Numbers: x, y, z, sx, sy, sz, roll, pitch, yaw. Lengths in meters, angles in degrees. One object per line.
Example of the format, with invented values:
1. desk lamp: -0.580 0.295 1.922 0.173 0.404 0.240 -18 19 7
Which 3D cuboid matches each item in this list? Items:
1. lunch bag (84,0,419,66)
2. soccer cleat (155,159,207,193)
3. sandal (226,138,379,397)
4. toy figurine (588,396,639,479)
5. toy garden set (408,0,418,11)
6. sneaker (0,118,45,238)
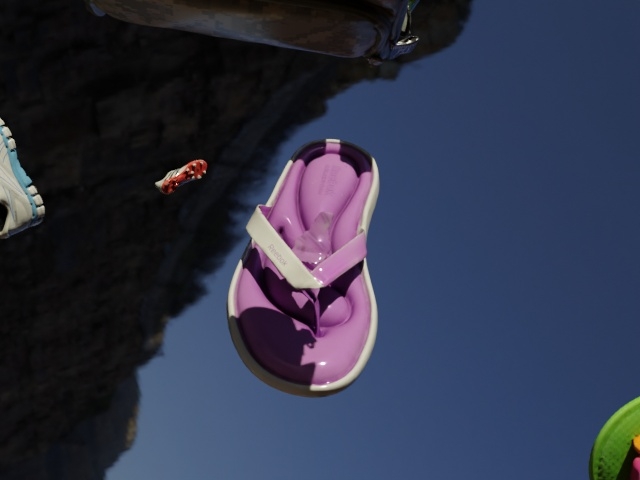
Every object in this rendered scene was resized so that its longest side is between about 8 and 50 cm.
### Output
1. lunch bag: -0.054 -0.271 0.865 0.256 0.305 0.212 105 -7 -61
2. soccer cleat: -0.202 -0.094 1.534 0.036 0.083 0.029 19 -43 46
3. sandal: -0.016 0.000 1.212 0.416 0.170 0.102 -85 176 -48
4. toy figurine: 0.330 0.211 0.851 0.159 0.173 0.130 -121 -150 -66
5. toy garden set: -0.001 -0.336 1.313 0.244 0.049 0.204 39 -13 -2
6. sneaker: -0.432 -0.088 1.367 0.071 0.083 0.190 -14 -69 36
